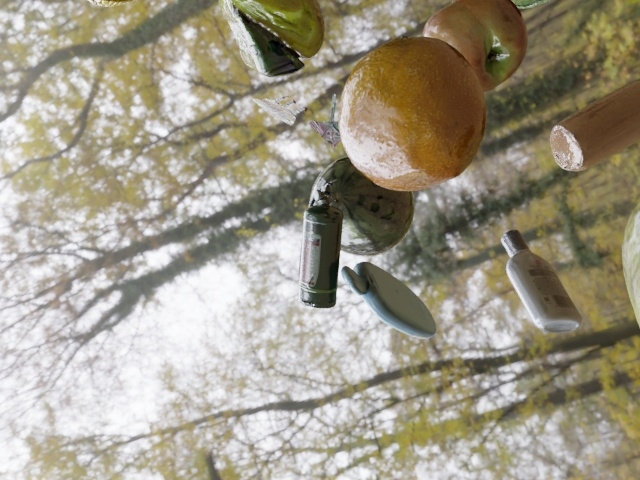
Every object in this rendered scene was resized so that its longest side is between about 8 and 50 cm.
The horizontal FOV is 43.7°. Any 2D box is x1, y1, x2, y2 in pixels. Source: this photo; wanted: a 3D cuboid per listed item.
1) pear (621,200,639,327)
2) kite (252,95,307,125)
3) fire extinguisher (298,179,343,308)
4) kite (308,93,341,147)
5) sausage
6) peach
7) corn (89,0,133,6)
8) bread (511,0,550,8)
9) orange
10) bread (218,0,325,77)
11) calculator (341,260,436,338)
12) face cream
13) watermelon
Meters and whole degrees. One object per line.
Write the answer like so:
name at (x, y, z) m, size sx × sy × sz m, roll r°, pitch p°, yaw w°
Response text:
pear at (0.695, 0.076, 1.368) m, size 0.413 × 0.352 × 0.351 m, roll 50°, pitch -150°, yaw -33°
kite at (-0.091, -0.334, 2.020) m, size 0.127 × 0.229 × 0.016 m, roll 28°, pitch -97°, yaw -22°
fire extinguisher at (0.000, 0.000, 1.772) m, size 0.093 × 0.118 × 0.294 m, roll -5°, pitch -71°, yaw -30°
kite at (0.029, -0.335, 2.243) m, size 0.005 × 0.137 × 0.152 m, roll -47°, pitch -45°, yaw -65°
sausage at (0.598, -0.237, 1.690) m, size 0.253 × 0.123 × 0.123 m, roll -27°, pitch -86°, yaw -22°
peach at (0.366, -0.478, 1.926) m, size 0.252 × 0.253 × 0.252 m, roll 43°, pitch -146°, yaw -39°
corn at (-0.489, -0.733, 2.184) m, size 0.387 × 0.144 × 0.143 m, roll -30°, pitch -84°, yaw -41°
bread at (0.539, -0.722, 2.012) m, size 0.045 × 0.301 × 0.301 m, roll 20°, pitch -129°, yaw -49°
orange at (0.155, -0.217, 1.358) m, size 0.264 × 0.264 × 0.264 m, roll 43°, pitch -146°, yaw -39°
bread at (-0.111, -0.509, 1.825) m, size 0.251 × 0.208 × 0.376 m, roll 61°, pitch -179°, yaw -18°
calculator at (0.161, 0.134, 1.825) m, size 0.303 × 0.042 × 0.188 m, roll 31°, pitch -155°, yaw -40°
face cream at (0.524, 0.095, 1.955) m, size 0.144 × 0.071 × 0.291 m, roll 5°, pitch -134°, yaw -31°
watermelon at (0.119, -0.093, 2.183) m, size 0.278 × 0.279 × 0.359 m, roll 71°, pitch -164°, yaw 10°
